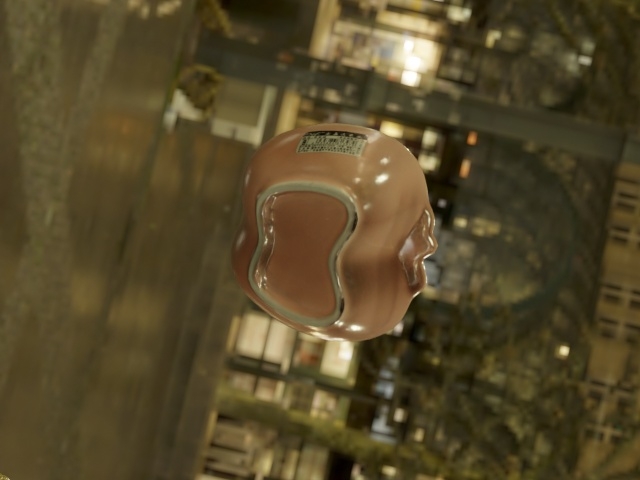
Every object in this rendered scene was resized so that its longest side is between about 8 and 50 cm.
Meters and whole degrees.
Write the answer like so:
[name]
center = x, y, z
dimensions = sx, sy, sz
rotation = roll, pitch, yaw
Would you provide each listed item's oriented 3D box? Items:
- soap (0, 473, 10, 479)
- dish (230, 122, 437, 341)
[soap]
center = -0.209, 0.213, 1.001
dimensions = 0.089, 0.140, 0.045
rotation = -26, 173, -37
[dish]
center = 0.000, 0.000, 1.432
dimensions = 0.090, 0.213, 0.213
rotation = -33, 140, -63
